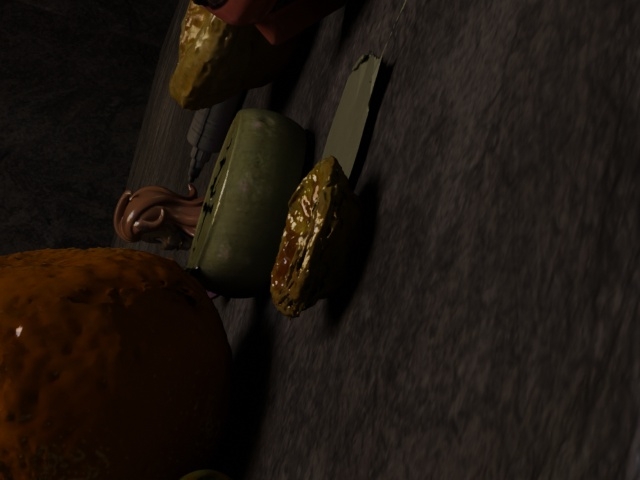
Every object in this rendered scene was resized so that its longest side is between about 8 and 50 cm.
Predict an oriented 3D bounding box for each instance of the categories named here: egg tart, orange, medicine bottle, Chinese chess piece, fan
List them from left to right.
[{"bbox_3d":[-0.241,0.157,1.357,0.340,0.340,0.293,-151,58,-79],"label":"orange"},{"bbox_3d":[-0.153,-0.167,2.094,0.058,0.057,0.199,-94,23,-61],"label":"medicine bottle"},{"bbox_3d":[-0.074,-0.037,1.450,0.188,0.083,0.189,-164,90,-81],"label":"Chinese chess piece"},{"bbox_3d":[-0.077,-0.282,1.725,0.319,0.128,0.319,-161,90,-78],"label":"egg tart"},{"bbox_3d":[0.000,0.000,1.112,0.130,0.052,0.130,-162,90,-80],"label":"egg tart"},{"bbox_3d":[0.039,-0.120,1.203,0.310,0.010,0.182,116,166,-48],"label":"fan"}]

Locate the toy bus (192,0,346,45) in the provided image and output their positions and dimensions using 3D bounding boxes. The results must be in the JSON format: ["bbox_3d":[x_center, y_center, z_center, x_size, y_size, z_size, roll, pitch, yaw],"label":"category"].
[{"bbox_3d":[-0.025,-0.376,1.316,0.203,0.233,0.427,-35,-9,-29],"label":"toy bus"}]

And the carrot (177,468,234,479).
[{"bbox_3d":[-0.139,0.310,1.283,0.359,0.074,0.074,117,165,-46],"label":"carrot"}]

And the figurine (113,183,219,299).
[{"bbox_3d":[-0.150,-0.016,1.661,0.114,0.157,0.126,-52,5,-3],"label":"figurine"}]
